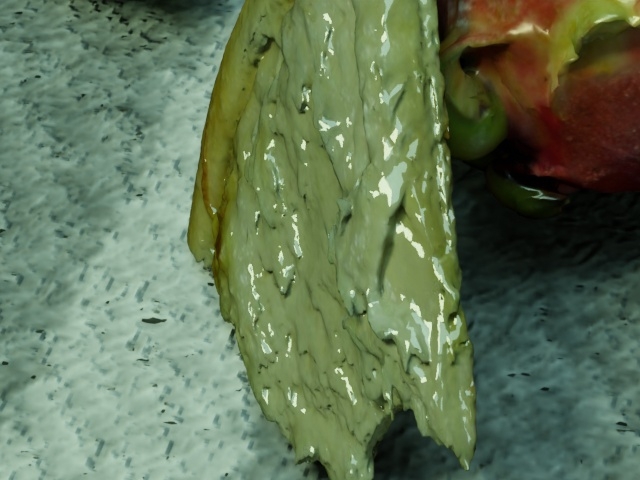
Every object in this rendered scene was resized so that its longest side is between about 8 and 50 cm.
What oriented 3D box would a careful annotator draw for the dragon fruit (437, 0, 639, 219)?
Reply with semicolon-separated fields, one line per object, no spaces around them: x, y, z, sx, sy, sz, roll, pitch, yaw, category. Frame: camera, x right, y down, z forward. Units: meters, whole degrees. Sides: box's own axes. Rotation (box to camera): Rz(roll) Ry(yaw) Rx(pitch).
0.139;-0.142;0.809;0.227;0.243;0.307;-12;5;23;dragon fruit

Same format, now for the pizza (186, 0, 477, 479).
0.000;0.000;0.734;0.034;0.181;0.262;4;65;-31;pizza
